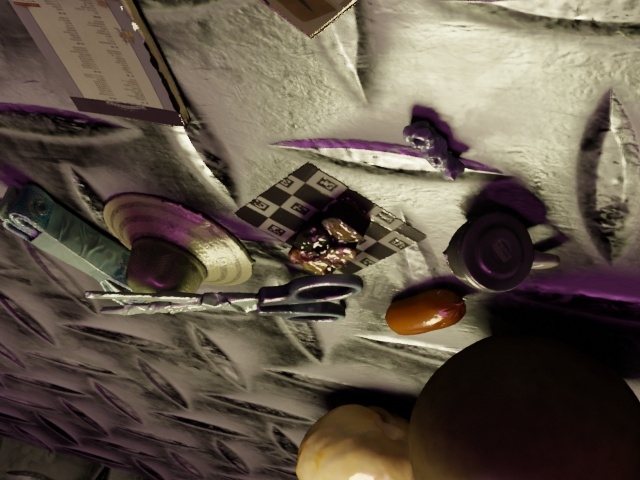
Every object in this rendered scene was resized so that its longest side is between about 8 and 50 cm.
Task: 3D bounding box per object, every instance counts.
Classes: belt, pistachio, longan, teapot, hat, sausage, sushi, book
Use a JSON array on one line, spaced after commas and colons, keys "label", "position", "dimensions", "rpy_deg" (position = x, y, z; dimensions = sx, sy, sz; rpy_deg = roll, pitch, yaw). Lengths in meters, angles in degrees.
[{"label": "belt", "position": [-0.387, 0.015, 1.443], "dimensions": [0.087, 0.072, 0.302], "rpy_deg": [-15, 136, 45]}, {"label": "pistachio", "position": [0.084, 0.430, 1.705], "dimensions": [0.230, 0.230, 0.309], "rpy_deg": [31, 144, -19]}, {"label": "longan", "position": [0.281, 0.274, 1.218], "dimensions": [0.319, 0.319, 0.319], "rpy_deg": [16, 152, 9]}, {"label": "teapot", "position": [0.200, 0.024, 1.042], "dimensions": [0.124, 0.092, 0.091], "rpy_deg": [36, 166, -14]}, {"label": "hat", "position": [-0.234, 0.044, 1.352], "dimensions": [0.252, 0.110, 0.252], "rpy_deg": [17, 152, 9]}, {"label": "sausage", "position": [0.143, 0.104, 1.263], "dimensions": [0.062, 0.054, 0.183], "rpy_deg": [57, 147, -7]}, {"label": "sushi", "position": [0.000, 0.000, 1.173], "dimensions": [0.192, 0.050, 0.215], "rpy_deg": [30, 151, -18]}, {"label": "book", "position": [-0.248, -0.215, 0.987], "dimensions": [0.157, 0.026, 0.231], "rpy_deg": [13, 151, 21]}]

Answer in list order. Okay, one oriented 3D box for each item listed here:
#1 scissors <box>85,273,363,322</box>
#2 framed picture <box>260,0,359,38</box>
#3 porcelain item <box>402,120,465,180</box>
[{"label": "scissors", "position": [-0.138, 0.087, 1.281], "dimensions": [0.383, 0.029, 0.256], "rpy_deg": [1, 163, -8]}, {"label": "framed picture", "position": [-0.006, -0.255, 0.759], "dimensions": [0.136, 0.010, 0.201], "rpy_deg": [33, 151, -22]}, {"label": "porcelain item", "position": [0.118, -0.097, 0.940], "dimensions": [0.083, 0.028, 0.036], "rpy_deg": [38, 151, -28]}]
